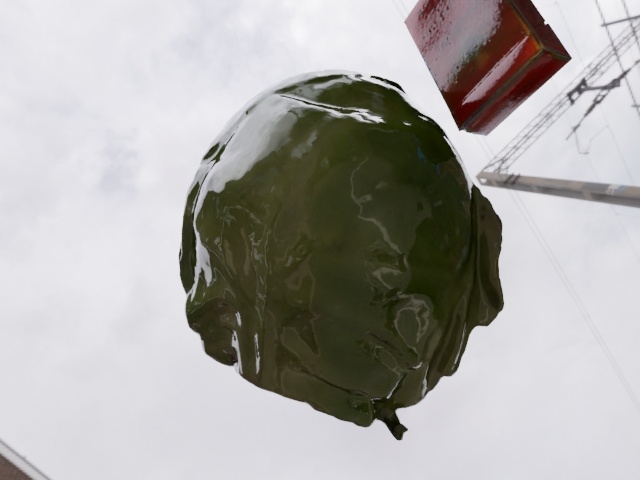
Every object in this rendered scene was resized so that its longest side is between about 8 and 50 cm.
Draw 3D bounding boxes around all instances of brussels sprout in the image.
[{"bbox_3d":[0.010,-0.016,0.528,0.343,0.425,0.360,10,-89,-30],"label":"brussels sprout"}]

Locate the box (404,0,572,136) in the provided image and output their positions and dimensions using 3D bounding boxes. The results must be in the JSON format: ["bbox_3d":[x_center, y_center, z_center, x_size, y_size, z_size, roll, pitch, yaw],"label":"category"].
[{"bbox_3d":[0.166,-0.214,0.451,0.048,0.112,0.175,-2,-116,-31],"label":"box"}]
